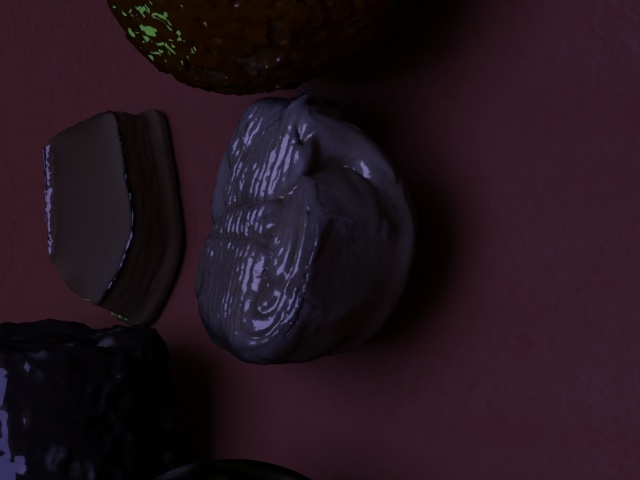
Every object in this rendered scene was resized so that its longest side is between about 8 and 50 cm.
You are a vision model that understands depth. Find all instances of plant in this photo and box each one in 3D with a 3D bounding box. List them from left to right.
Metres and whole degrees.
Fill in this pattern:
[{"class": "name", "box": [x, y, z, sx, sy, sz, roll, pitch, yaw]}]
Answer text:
[{"class": "plant", "box": [-0.227, 0.223, 1.353, 0.215, 0.213, 0.312, 6, 95, 36]}]

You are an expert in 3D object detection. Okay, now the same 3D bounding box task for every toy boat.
[{"class": "toy boat", "box": [-0.182, -0.017, 1.454, 0.116, 0.061, 0.188, -20, 70, 33]}]

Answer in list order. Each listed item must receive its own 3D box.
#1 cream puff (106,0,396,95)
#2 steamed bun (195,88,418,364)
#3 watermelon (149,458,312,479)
[{"class": "cream puff", "box": [-0.028, -0.240, 1.271, 0.303, 0.212, 0.303, -35, 29, 23]}, {"class": "steamed bun", "box": [0.000, -0.002, 1.265, 0.218, 0.144, 0.211, 179, 105, -70]}, {"class": "watermelon", "box": [-0.062, 0.287, 1.181, 0.269, 0.269, 0.269, -8, 77, 36]}]
